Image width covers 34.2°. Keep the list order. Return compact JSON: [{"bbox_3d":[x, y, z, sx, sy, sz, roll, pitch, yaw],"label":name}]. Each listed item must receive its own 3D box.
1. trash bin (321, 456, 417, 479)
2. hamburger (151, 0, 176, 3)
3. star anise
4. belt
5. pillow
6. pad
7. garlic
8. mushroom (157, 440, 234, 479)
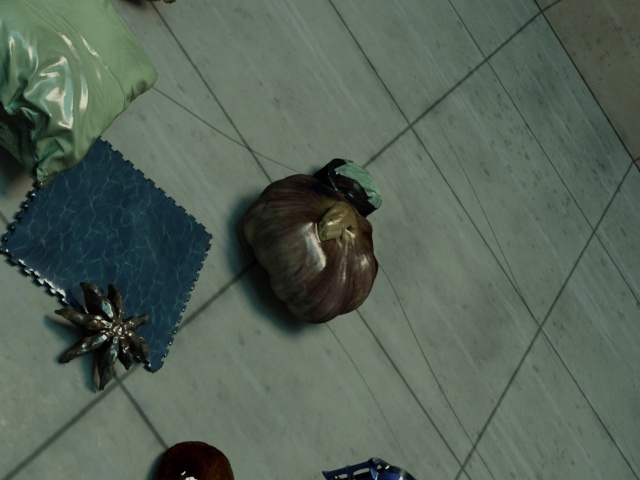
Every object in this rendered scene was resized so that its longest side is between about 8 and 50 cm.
[{"bbox_3d":[0.065,0.430,1.391,0.184,0.162,0.234,45,44,-20],"label":"trash bin"},{"bbox_3d":[-0.246,-0.435,1.583,0.185,0.159,0.131,32,36,-5],"label":"hamburger"},{"bbox_3d":[-0.262,0.110,1.282,0.141,0.042,0.141,23,56,-38],"label":"star anise"},{"bbox_3d":[0.043,-0.084,1.785,0.140,0.058,0.105,14,51,-41],"label":"belt"},{"bbox_3d":[-0.359,-0.247,1.319,0.283,0.138,0.310,57,35,-22],"label":"pillow"},{"bbox_3d":[-0.271,0.003,1.382,0.269,0.012,0.270,42,40,-25],"label":"pad"},{"bbox_3d":[0.000,0.000,1.589,0.245,0.160,0.245,36,34,-28],"label":"garlic"},{"bbox_3d":[-0.151,0.305,1.294,0.123,0.052,0.123,32,46,-40],"label":"mushroom"}]
